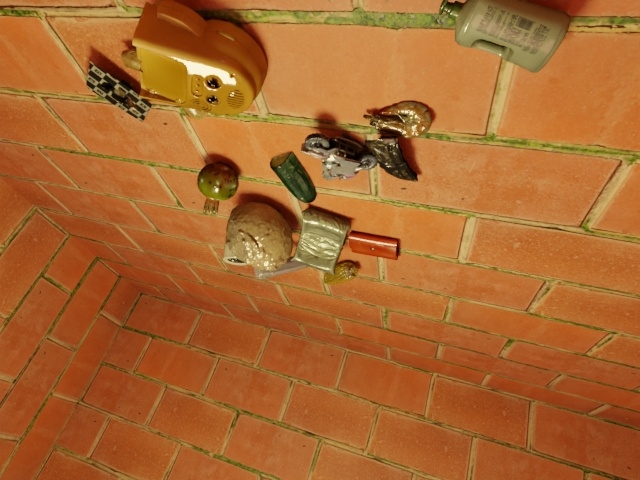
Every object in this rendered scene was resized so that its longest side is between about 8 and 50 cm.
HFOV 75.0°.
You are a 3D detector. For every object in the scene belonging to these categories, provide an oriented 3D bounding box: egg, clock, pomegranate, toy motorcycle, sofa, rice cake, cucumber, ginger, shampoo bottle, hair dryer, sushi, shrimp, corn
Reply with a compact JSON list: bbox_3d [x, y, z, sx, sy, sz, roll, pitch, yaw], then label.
[{"bbox_3d":[-0.254,-0.020,1.743,0.310,0.279,0.279,46,153,7],"label":"egg"},{"bbox_3d":[-0.308,-0.459,1.106,0.316,0.201,0.244,17,156,-12],"label":"clock"},{"bbox_3d":[-0.397,-0.201,1.598,0.159,0.205,0.159,15,-179,0],"label":"pomegranate"},{"bbox_3d":[0.037,-0.246,1.316,0.239,0.108,0.204,30,151,-17],"label":"toy motorcycle"},{"bbox_3d":[0.000,0.000,1.706,0.210,0.176,0.225,20,152,2],"label":"sofa"},{"bbox_3d":[-0.129,0.106,1.901,0.364,0.073,0.056,-11,158,-29],"label":"rice cake"},{"bbox_3d":[-0.091,-0.211,1.520,0.115,0.063,0.244,-1,147,36],"label":"cucumber"},{"bbox_3d":[-0.467,-0.481,1.283,0.298,0.065,0.118,33,136,-24],"label":"ginger"},{"bbox_3d":[0.346,-0.424,0.820,0.234,0.087,0.118,20,152,1],"label":"shampoo bottle"},{"bbox_3d":[-0.285,0.036,1.987,0.361,0.203,0.128,20,155,-38],"label":"hair dryer"},{"bbox_3d":[-0.672,-0.505,1.406,0.210,0.040,0.192,32,157,-26],"label":"sushi"},{"bbox_3d":[0.208,-0.331,1.134,0.190,0.042,0.101,10,130,20],"label":"shrimp"},{"bbox_3d":[0.096,0.163,2.022,0.097,0.097,0.261,30,152,-17],"label":"corn"}]

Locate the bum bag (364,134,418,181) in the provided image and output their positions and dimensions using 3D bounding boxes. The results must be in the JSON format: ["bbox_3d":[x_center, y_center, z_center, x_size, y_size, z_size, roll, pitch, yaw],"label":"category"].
[{"bbox_3d":[0.212,-0.240,1.239,0.102,0.069,0.248,-3,155,27],"label":"bum bag"}]

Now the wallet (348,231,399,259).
[{"bbox_3d":[0.224,0.027,1.745,0.204,0.045,0.142,11,150,17],"label":"wallet"}]
